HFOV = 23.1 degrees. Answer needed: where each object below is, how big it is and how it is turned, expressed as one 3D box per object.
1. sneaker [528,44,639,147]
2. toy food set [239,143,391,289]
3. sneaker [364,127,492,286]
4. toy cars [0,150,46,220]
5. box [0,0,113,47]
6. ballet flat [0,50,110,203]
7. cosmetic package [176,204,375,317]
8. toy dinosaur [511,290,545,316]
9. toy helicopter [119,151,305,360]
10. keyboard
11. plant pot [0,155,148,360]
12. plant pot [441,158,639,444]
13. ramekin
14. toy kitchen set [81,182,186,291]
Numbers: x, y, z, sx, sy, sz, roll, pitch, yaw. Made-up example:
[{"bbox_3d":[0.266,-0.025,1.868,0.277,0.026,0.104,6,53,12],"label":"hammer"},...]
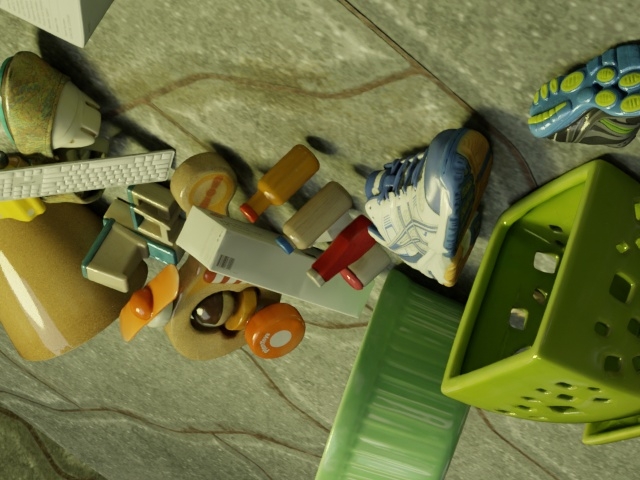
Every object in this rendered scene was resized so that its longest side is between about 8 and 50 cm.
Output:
[{"bbox_3d":[0.264,-0.124,1.388,0.078,0.067,0.188,15,164,-27],"label":"sneaker"},{"bbox_3d":[0.000,0.000,1.865,0.111,0.104,0.232,42,170,33],"label":"toy food set"},{"bbox_3d":[0.104,-0.041,1.688,0.131,0.112,0.296,25,158,10],"label":"sneaker"},{"bbox_3d":[-0.531,-0.146,2.128,0.394,0.087,0.176,44,164,7],"label":"toy cars"},{"bbox_3d":[-0.222,-0.304,1.399,0.119,0.181,0.182,26,159,5],"label":"box"},{"bbox_3d":[-0.331,-0.139,2.020,0.123,0.123,0.348,26,160,8],"label":"ballet flat"},{"bbox_3d":[-0.054,0.027,1.973,0.239,0.060,0.099,19,-174,-36],"label":"cosmetic package"},{"bbox_3d":[0.255,0.077,1.872,0.093,0.053,0.183,26,172,-38],"label":"toy dinosaur"},{"bbox_3d":[-0.157,0.029,2.061,0.355,0.235,0.140,87,159,-45],"label":"toy helicopter"},{"bbox_3d":[-0.315,-0.082,2.014,0.256,0.014,0.072,-9,158,-20],"label":"keyboard"},{"bbox_3d":[-0.426,0.009,2.343,0.237,0.237,0.254,1,132,51],"label":"plant pot"},{"bbox_3d":[0.284,0.081,1.600,0.207,0.227,0.228,26,159,-12],"label":"plant pot"},{"bbox_3d":[0.109,0.202,1.987,0.148,0.303,0.303,19,158,4],"label":"ramekin"},{"bbox_3d":[-0.281,0.008,2.197,0.122,0.166,0.207,25,158,9],"label":"toy kitchen set"}]
